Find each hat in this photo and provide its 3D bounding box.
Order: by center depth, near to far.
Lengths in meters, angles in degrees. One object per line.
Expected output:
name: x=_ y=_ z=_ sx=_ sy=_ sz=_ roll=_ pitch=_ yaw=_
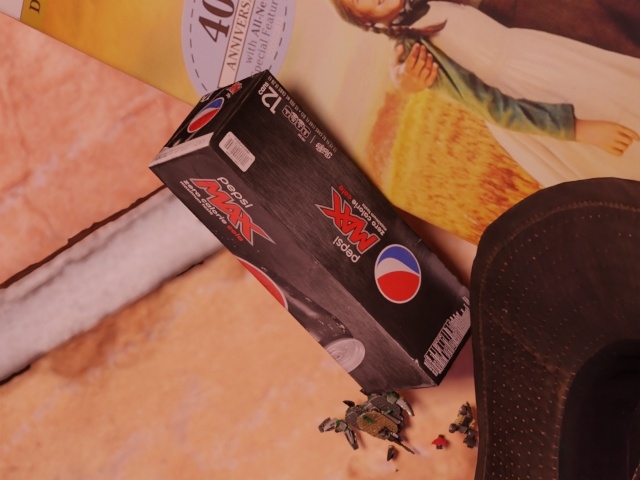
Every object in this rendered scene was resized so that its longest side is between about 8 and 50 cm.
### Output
hat: x=0.179 y=0.116 z=0.587 sx=0.134 sy=0.331 sz=0.331 roll=-9 pitch=100 yaw=-18

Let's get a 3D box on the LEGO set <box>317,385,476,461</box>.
LEGO set: x=0.042 y=0.093 z=0.761 sx=0.083 sy=0.023 sz=0.054 roll=11 pitch=133 yaw=1

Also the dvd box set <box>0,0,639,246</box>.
dvd box set: x=0.061 y=-0.164 z=0.651 sx=0.420 sy=0.062 sz=0.307 roll=27 pitch=119 yaw=13

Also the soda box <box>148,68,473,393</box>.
soda box: x=0.000 y=0.000 z=0.695 sx=0.169 sy=0.053 sz=0.060 roll=47 pitch=148 yaw=-20
